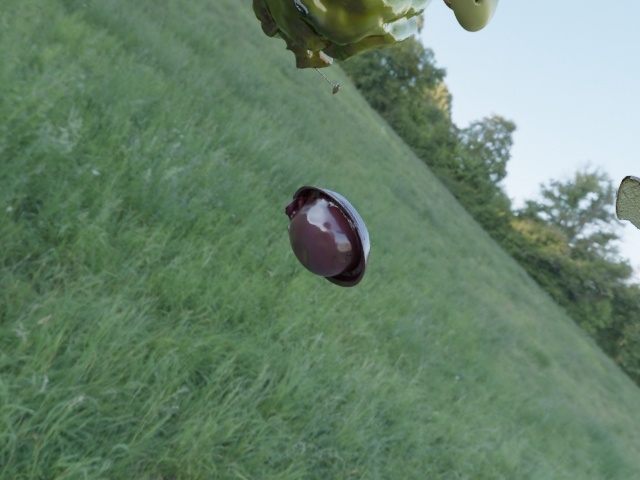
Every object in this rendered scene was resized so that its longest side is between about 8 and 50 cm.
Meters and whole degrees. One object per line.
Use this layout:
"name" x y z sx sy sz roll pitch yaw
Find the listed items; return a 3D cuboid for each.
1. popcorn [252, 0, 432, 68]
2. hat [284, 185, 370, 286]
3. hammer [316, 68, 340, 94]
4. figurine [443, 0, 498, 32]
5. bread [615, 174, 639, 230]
"popcorn" 0.001 -0.276 0.448 0.233 0.192 0.266 31 -29 -2
"hat" 0.000 0.000 0.843 0.089 0.205 0.205 -29 47 -31
"hammer" 0.004 -0.391 1.112 0.014 0.029 0.123 -14 59 -50
"figurine" 0.314 -0.594 1.018 0.124 0.324 0.222 -5 -10 8
"bread" 0.815 -0.094 1.207 0.044 0.129 0.126 -7 34 -6
